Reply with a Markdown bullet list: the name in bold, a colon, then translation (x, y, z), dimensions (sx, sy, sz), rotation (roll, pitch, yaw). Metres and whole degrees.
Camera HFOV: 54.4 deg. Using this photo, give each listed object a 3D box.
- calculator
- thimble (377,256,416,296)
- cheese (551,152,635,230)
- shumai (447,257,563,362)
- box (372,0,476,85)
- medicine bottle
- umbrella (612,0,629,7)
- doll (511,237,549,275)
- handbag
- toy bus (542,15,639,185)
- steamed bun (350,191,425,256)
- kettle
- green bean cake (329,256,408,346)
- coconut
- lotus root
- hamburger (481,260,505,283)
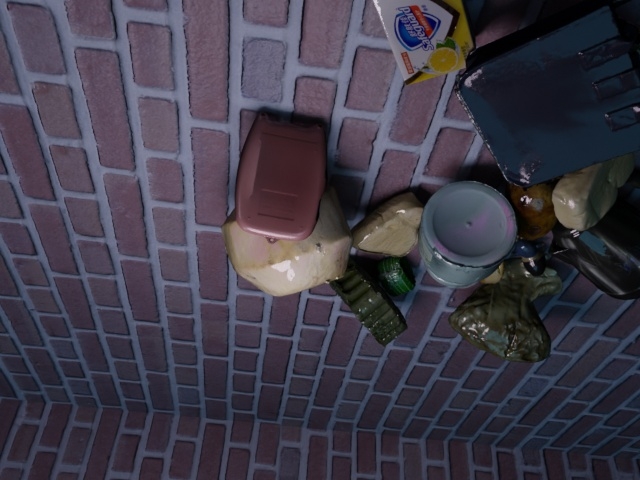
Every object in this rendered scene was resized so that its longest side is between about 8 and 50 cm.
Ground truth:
- **calculator**: translation (-0.091, -0.150, 1.501), dimensions (0.220, 0.329, 0.048), rotation (10, 166, -9)
- **thimble**: translation (0.238, 0.110, 1.965), dimensions (0.090, 0.118, 0.130), rotation (-21, 153, 22)
- **cheese**: translation (0.666, -0.151, 1.518), dimensions (0.159, 0.263, 0.093), rotation (37, 174, -39)
- **shumai**: translation (0.586, 0.193, 1.952), dimensions (0.330, 0.292, 0.288), rotation (13, 111, -13)
- **box**: translation (0.211, -0.462, 1.260), dimensions (0.168, 0.097, 0.265), rotation (-12, 139, 18)
- **medicine bottle**: translation (0.385, 0.004, 1.688), dimensions (0.245, 0.244, 0.290), rotation (-1, 160, 5)
- **umbrella**: translation (0.583, -0.480, 1.260), dimensions (0.133, 0.031, 0.036), rotation (-19, 135, 27)
- **doll**: translation (0.627, 0.035, 1.871), dimensions (0.102, 0.089, 0.179), rotation (-21, 112, 27)
- **handbag**: translation (0.472, -0.283, 1.219), dimensions (0.329, 0.122, 0.303), rotation (-19, 121, 35)
- **toy bus**: translation (0.551, -0.316, 1.356), dimensions (0.171, 0.162, 0.386), rotation (30, 136, -5)
- **steamed bun**: translation (0.206, -0.055, 1.768), dimensions (0.231, 0.110, 0.212), rotation (12, 131, -45)
- **kettle**: translation (0.791, -0.037, 1.683), dimensions (0.324, 0.228, 0.321), rotation (32, 108, -25)
- **green bean cake**: translation (0.140, 0.184, 1.960), dimensions (0.132, 0.241, 0.255), rotation (-38, 131, 1)
- **coconut**: translation (-0.090, -0.026, 1.657), dimensions (0.353, 0.352, 0.352), rotation (2, 142, 2)
- **lotus root**: translation (0.554, -0.101, 1.626), dimensions (0.142, 0.169, 0.314), rotation (3, 139, 12)
- **hamburger**: translation (0.512, 0.063, 1.874), dimensions (0.082, 0.126, 0.141), rotation (-13, 118, 2)
